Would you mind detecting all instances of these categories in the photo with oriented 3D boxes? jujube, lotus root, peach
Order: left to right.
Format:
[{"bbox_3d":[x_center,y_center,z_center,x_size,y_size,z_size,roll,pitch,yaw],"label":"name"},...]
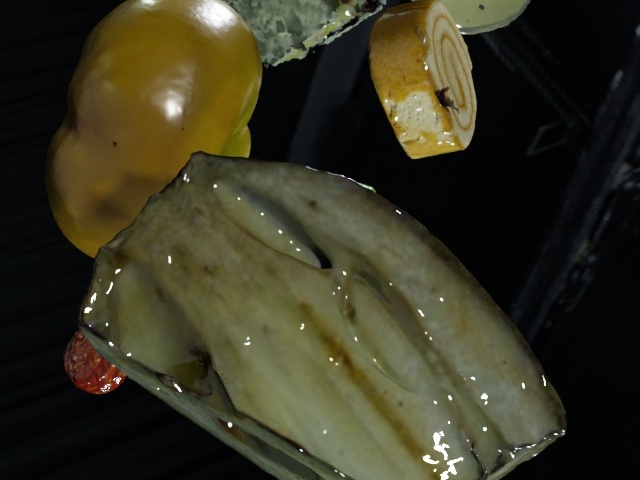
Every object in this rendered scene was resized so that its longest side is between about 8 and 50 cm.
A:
[{"bbox_3d":[-0.352,0.174,1.794,0.112,0.176,0.109,39,11,-13],"label":"jujube"},{"bbox_3d":[-0.134,-0.095,0.913,0.153,0.251,0.251,19,-42,-1],"label":"peach"},{"bbox_3d":[0.000,0.081,0.751,0.314,0.210,0.142,44,-11,1],"label":"lotus root"}]

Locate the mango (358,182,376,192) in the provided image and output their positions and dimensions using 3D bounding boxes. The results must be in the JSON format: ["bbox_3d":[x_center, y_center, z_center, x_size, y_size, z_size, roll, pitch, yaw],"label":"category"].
[{"bbox_3d":[-0.001,0.004,1.193,0.089,0.163,0.117,48,-28,24],"label":"mango"}]

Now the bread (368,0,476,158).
[{"bbox_3d":[0.106,-0.160,1.038,0.073,0.122,0.149,-8,-49,27],"label":"bread"}]

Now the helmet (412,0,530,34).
[{"bbox_3d":[0.135,-0.354,1.090,0.257,0.204,0.137,44,-33,8],"label":"helmet"}]

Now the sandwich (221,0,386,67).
[{"bbox_3d":[-0.039,-0.392,1.393,0.262,0.131,0.325,19,-55,32],"label":"sandwich"}]
